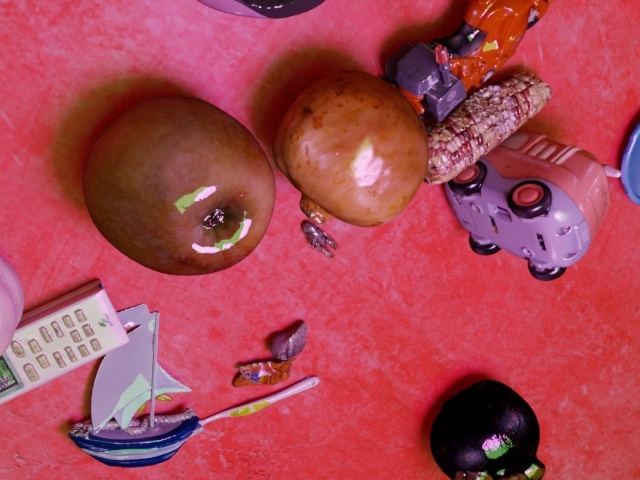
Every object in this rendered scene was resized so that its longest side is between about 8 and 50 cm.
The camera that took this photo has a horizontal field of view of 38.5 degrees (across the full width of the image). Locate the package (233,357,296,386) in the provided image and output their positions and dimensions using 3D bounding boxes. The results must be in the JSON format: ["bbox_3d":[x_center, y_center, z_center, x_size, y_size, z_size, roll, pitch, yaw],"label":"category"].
[{"bbox_3d":[-0.097,0.234,1.614,0.111,0.033,0.077,-3,125,-22],"label":"package"}]

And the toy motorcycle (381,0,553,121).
[{"bbox_3d":[0.239,-0.324,1.399,0.326,0.148,0.221,-43,151,-6],"label":"toy motorcycle"}]

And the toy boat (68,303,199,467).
[{"bbox_3d":[-0.300,0.241,1.498,0.220,0.067,0.291,-3,116,-23],"label":"toy boat"}]

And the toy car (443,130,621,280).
[{"bbox_3d":[0.354,-0.083,1.538,0.212,0.270,0.180,-47,135,-20],"label":"toy car"}]

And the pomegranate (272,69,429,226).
[{"bbox_3d":[0.045,-0.130,1.357,0.248,0.248,0.248,-13,123,-21],"label":"pomegranate"}]

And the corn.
[{"bbox_3d":[0.264,-0.191,1.495,0.290,0.098,0.098,-34,129,-20],"label":"corn"}]

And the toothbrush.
[{"bbox_3d":[-0.121,0.294,1.646,0.263,0.026,0.022,-20,125,-20],"label":"toothbrush"}]

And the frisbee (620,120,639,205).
[{"bbox_3d":[0.668,-0.177,1.763,0.242,0.045,0.242,-12,122,-20],"label":"frisbee"}]

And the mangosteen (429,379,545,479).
[{"bbox_3d":[0.332,0.405,1.817,0.243,0.243,0.243,-13,123,-21],"label":"mangosteen"}]

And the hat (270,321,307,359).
[{"bbox_3d":[-0.058,0.174,1.602,0.087,0.042,0.058,-49,147,-38],"label":"hat"}]

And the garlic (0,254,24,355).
[{"bbox_3d":[-0.538,0.085,1.207,0.281,0.185,0.203,-9,97,-19],"label":"garlic"}]

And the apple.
[{"bbox_3d":[-0.191,-0.066,1.265,0.257,0.234,0.256,-15,127,-21],"label":"apple"}]

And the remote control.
[{"bbox_3d":[-0.436,0.166,1.375,0.277,0.055,0.103,-26,117,-12],"label":"remote control"}]

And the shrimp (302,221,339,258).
[{"bbox_3d":[0.001,0.004,1.529,0.029,0.038,0.092,-18,141,38],"label":"shrimp"}]

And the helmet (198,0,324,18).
[{"bbox_3d":[-0.091,-0.374,1.186,0.253,0.154,0.198,-3,80,-5],"label":"helmet"}]
